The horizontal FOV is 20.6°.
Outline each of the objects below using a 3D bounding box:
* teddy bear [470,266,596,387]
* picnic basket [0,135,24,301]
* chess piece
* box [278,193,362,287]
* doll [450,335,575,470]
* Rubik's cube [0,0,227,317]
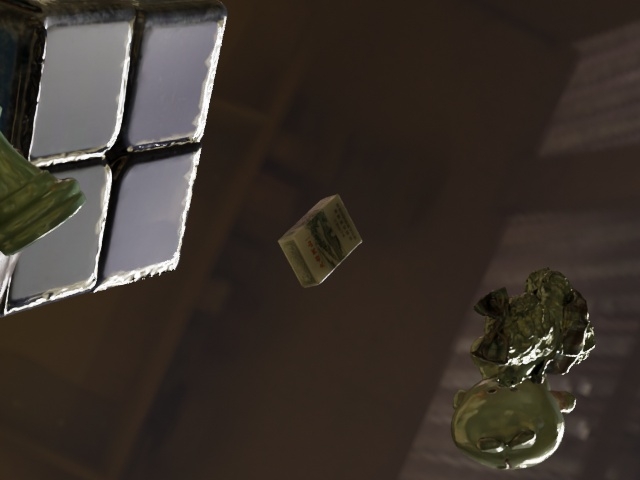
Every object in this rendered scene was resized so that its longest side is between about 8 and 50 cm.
[{"bbox_3d":[0.231,0.099,1.850,0.133,0.111,0.213,-70,163,8],"label":"teddy bear"},{"bbox_3d":[-0.393,-0.002,1.240,0.293,0.337,0.337,71,43,-80],"label":"picnic basket"},{"bbox_3d":[-0.202,-0.048,1.115,0.067,0.103,0.067,-33,-171,6],"label":"chess piece"},{"bbox_3d":[0.000,0.000,1.648,0.024,0.054,0.083,-11,-157,40],"label":"box"},{"bbox_3d":[0.236,0.214,2.162,0.275,0.155,0.113,-74,159,-66],"label":"doll"},{"bbox_3d":[-0.322,-0.133,1.806,0.313,0.318,0.316,-17,124,-55],"label":"Rubik's cube"}]
